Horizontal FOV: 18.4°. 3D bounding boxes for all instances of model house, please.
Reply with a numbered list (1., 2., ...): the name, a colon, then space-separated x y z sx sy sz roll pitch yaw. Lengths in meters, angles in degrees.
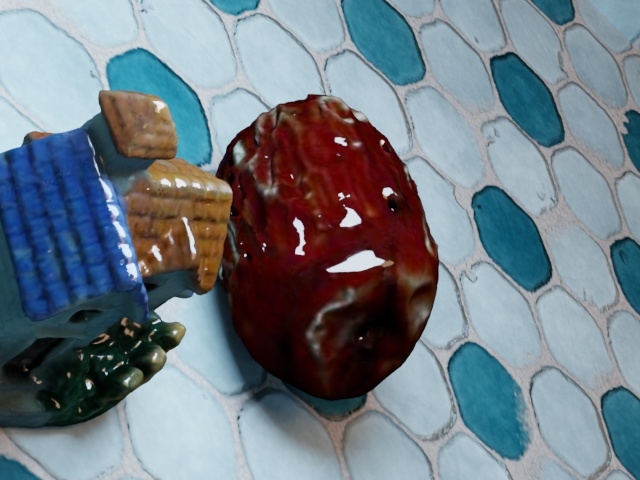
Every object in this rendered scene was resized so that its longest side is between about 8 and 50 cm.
1. model house: -0.205 0.006 1.946 0.295 0.329 0.251 9 53 -47

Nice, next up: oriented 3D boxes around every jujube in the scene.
1. jujube: 0.000 0.000 2.288 0.258 0.258 0.376 20 43 -44
